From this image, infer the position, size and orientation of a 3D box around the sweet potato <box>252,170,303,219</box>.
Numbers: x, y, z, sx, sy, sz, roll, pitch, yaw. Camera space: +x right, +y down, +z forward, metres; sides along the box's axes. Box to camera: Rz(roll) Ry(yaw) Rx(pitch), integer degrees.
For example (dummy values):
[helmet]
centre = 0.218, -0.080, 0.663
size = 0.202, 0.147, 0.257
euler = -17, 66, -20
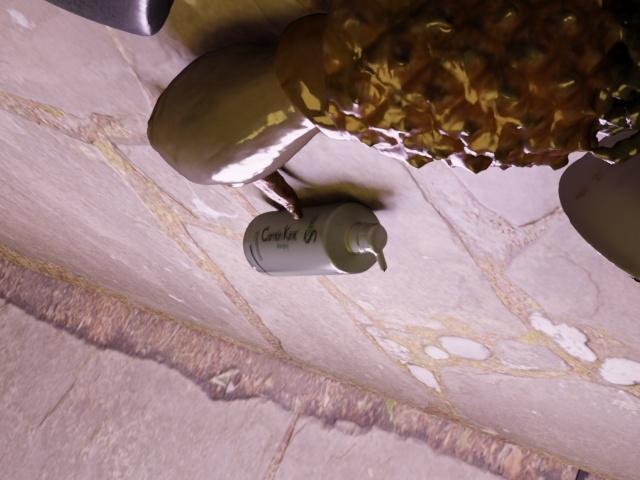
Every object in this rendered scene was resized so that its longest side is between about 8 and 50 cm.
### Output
[sweet potato]
centre = -0.095, -0.085, 1.372
size = 0.214, 0.050, 0.050
euler = 26, 166, -30

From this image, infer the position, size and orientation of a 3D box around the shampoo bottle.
[shampoo bottle]
centre = 0.000, 0.000, 1.458
size = 0.085, 0.085, 0.262
euler = 29, 164, -25

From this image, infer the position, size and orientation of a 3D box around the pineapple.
[pineapple]
centre = 0.175, -0.101, 0.730
size = 0.340, 0.169, 0.169
euler = 12, 165, 5

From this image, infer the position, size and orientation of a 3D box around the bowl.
[bowl]
centre = 0.267, -0.040, 0.845
size = 0.189, 0.189, 0.086
euler = 20, 126, 7

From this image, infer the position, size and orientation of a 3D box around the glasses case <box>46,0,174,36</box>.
[glasses case]
centre = -0.159, -0.238, 0.843
size = 0.131, 0.074, 0.323
euler = 24, 166, -3

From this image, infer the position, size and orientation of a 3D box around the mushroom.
[mushroom]
centre = -0.060, -0.113, 1.073
size = 0.128, 0.128, 0.350
euler = 29, 160, -26
